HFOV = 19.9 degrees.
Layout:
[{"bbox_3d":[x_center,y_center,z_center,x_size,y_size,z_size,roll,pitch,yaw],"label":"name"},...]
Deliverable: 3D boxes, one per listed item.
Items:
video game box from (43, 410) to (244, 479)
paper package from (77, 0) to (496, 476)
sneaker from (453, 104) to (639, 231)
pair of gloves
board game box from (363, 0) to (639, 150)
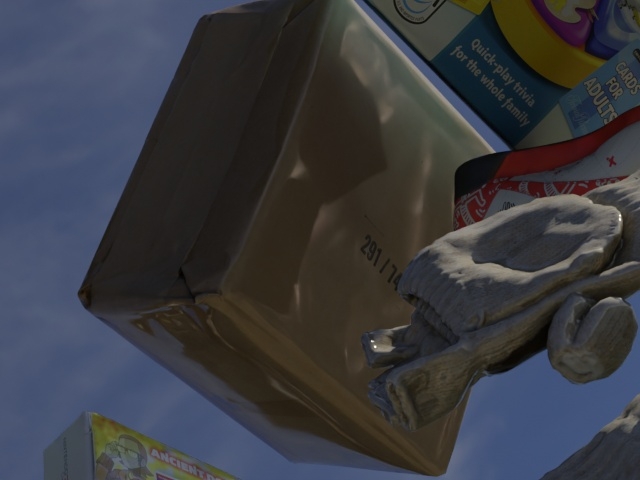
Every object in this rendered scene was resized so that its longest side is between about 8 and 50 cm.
[{"bbox_3d":[-0.044,0.200,0.900,0.205,0.187,0.048,30,-55,-33],"label":"video game box"},{"bbox_3d":[0.000,0.000,1.526,0.325,0.168,0.309,42,-122,-40],"label":"paper package"},{"bbox_3d":[0.212,-0.008,1.314,0.270,0.145,0.090,-15,-24,39],"label":"sneaker"},{"bbox_3d":[0.119,0.033,0.680,0.204,0.240,0.042,-29,-61,0],"label":"pair of gloves"},{"bbox_3d":[0.217,-0.237,1.398,0.336,0.079,0.254,-46,-58,4],"label":"board game box"}]
